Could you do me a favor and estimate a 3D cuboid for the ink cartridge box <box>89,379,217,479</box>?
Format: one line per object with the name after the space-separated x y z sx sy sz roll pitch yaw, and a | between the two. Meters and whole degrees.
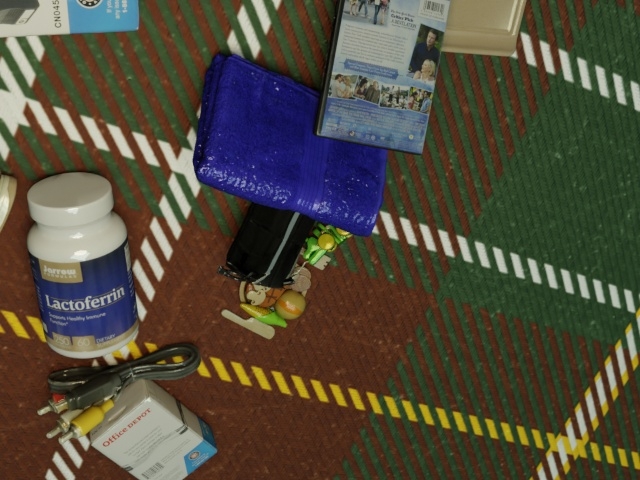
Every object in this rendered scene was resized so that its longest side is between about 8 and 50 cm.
-0.303 0.352 1.753 0.139 0.082 0.191 -39 121 6 | ink cartridge box

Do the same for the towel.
-0.035 -0.150 1.484 0.308 0.228 0.076 16 151 -24 | towel

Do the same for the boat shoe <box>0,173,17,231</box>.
-0.557 0.015 1.476 0.092 0.103 0.285 26 104 -23 | boat shoe

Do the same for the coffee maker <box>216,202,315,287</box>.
-0.068 -0.020 1.568 0.120 0.171 0.178 25 103 3 | coffee maker

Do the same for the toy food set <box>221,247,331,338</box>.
-0.076 0.090 1.704 0.132 0.038 0.192 28 107 -29 | toy food set

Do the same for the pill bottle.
-0.372 0.038 1.513 0.153 0.153 0.265 -9 120 -13 | pill bottle

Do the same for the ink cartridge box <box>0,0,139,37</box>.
-0.436 -0.410 1.207 0.394 0.166 0.285 -7 132 -14 | ink cartridge box

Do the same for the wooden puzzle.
0.228 -0.416 1.521 0.221 0.044 0.239 1 113 -18 | wooden puzzle

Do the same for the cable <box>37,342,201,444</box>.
-0.351 0.248 1.679 0.287 0.139 0.072 -21 127 -30 | cable

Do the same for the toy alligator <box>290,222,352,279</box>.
0.000 0.000 1.671 0.189 0.056 0.051 -39 82 2 | toy alligator

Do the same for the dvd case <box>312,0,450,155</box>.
0.094 -0.268 1.473 0.180 0.022 0.253 8 96 -20 | dvd case
